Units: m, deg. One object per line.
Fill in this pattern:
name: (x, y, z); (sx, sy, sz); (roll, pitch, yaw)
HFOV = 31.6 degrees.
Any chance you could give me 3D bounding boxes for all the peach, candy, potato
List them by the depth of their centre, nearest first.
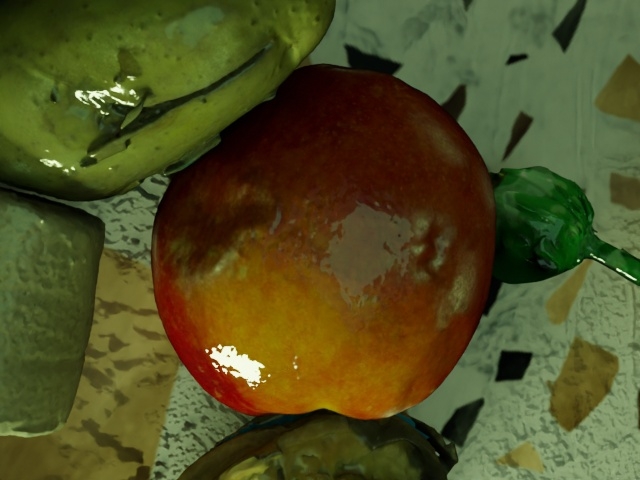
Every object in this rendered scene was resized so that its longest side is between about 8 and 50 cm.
potato: (-0.108, -0.111, 0.675); (0.248, 0.169, 0.143); (-27, 120, 6)
peach: (0.000, 0.000, 0.754); (0.244, 0.199, 0.243); (-4, 100, -21)
candy: (0.265, 0.030, 0.865); (0.324, 0.097, 0.097); (24, 85, 12)

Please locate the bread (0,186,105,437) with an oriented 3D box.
bread: (-0.204, 0.035, 0.690); (0.134, 0.148, 0.141); (12, 92, -18)

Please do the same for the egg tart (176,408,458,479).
egg tart: (-0.004, 0.247, 0.806); (0.291, 0.107, 0.290); (-12, 120, -21)
